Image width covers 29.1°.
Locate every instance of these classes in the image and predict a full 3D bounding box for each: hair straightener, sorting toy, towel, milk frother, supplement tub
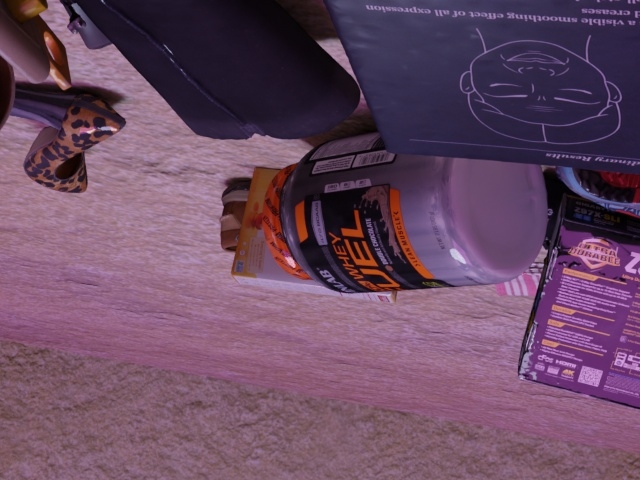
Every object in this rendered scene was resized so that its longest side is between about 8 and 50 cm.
[{"bbox_3d":[-0.251,-0.263,1.280,0.047,0.089,0.230,-18,158,-5],"label":"hair straightener"},{"bbox_3d":[-0.307,-0.267,1.150,0.047,0.196,0.347,-23,156,8],"label":"sorting toy"},{"bbox_3d":[0.378,0.073,2.048,0.197,0.029,0.144,4,163,21],"label":"towel"},{"bbox_3d":[0.353,-0.028,1.658,0.135,0.129,0.143,9,-154,9],"label":"milk frother"},{"bbox_3d":[0.098,-0.039,1.562,0.338,0.207,0.207,-7,156,45],"label":"supplement tub"}]

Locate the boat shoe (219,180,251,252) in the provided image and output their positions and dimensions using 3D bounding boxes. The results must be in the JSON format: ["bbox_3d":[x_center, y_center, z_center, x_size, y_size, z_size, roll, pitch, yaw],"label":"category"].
[{"bbox_3d":[0.000,0.000,1.896,0.324,0.119,0.122,10,163,4],"label":"boat shoe"}]

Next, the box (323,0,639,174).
[{"bbox_3d":[0.173,-0.220,0.919,0.294,0.212,0.395,6,162,15],"label":"box"}]

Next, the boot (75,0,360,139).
[{"bbox_3d":[-0.072,-0.218,1.170,0.367,0.146,0.445,15,162,30],"label":"boot"}]

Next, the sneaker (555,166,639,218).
[{"bbox_3d":[0.403,-0.071,1.498,0.262,0.104,0.125,20,179,-15],"label":"sneaker"}]

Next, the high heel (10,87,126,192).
[{"bbox_3d":[-0.329,-0.122,1.749,0.186,0.093,0.261,12,155,19],"label":"high heel"}]

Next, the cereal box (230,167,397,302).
[{"bbox_3d":[0.005,-0.009,1.776,0.240,0.173,0.047,6,161,15],"label":"cereal box"}]

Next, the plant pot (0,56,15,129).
[{"bbox_3d":[-0.499,-0.194,1.544,0.165,0.167,0.167,4,163,44],"label":"plant pot"}]

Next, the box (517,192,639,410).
[{"bbox_3d":[0.437,0.099,1.580,0.322,0.079,0.257,14,121,8],"label":"box"}]
